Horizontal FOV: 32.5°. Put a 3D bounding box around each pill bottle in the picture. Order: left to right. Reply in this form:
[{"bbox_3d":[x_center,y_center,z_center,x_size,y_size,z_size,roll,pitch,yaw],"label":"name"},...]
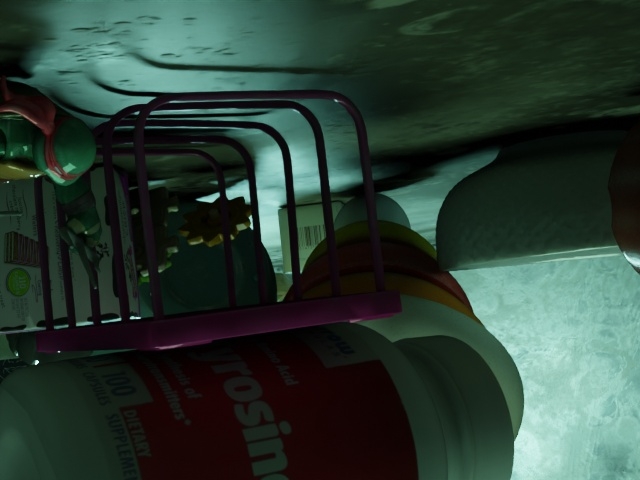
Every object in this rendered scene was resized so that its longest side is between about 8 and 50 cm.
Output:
[{"bbox_3d":[-0.047,0.189,0.909,0.408,0.229,0.229,-6,176,-33],"label":"pill bottle"}]

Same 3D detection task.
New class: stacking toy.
[{"bbox_3d":[0.080,0.085,1.478,0.351,0.350,0.480,-7,-144,9],"label":"stacking toy"}]

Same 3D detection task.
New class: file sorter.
[{"bbox_3d":[-0.105,-0.011,0.904,0.202,0.182,0.291,-5,177,-30],"label":"file sorter"}]

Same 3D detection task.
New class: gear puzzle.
[{"bbox_3d":[-0.234,0.012,1.237,0.339,0.044,0.175,-16,-144,4],"label":"gear puzzle"}]

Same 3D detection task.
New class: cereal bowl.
[{"bbox_3d":[0.297,-0.048,1.303,0.339,0.141,0.339,-7,176,-1],"label":"cereal bowl"}]

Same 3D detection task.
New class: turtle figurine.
[{"bbox_3d":[-0.210,-0.047,0.714,0.234,0.118,0.175,10,173,41],"label":"turtle figurine"}]

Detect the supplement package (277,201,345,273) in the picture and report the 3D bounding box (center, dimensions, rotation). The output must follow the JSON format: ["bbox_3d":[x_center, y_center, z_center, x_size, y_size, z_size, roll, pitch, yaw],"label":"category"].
[{"bbox_3d":[0.000,0.000,1.786,0.105,0.105,0.179,-8,176,9],"label":"supplement package"}]

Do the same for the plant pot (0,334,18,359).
[{"bbox_3d":[-0.442,0.093,1.821,0.284,0.191,0.284,-6,175,-1],"label":"plant pot"}]

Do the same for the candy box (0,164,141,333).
[{"bbox_3d":[-0.312,0.016,1.132,0.233,0.159,0.071,-6,176,7],"label":"candy box"}]

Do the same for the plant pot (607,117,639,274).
[{"bbox_3d":[0.400,-0.038,0.938,0.272,0.272,0.265,-5,-176,-14],"label":"plant pot"}]

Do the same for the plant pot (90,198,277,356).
[{"bbox_3d":[-0.190,0.079,1.462,0.293,0.293,0.235,-4,160,-26],"label":"plant pot"}]

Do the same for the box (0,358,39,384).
[{"bbox_3d":[-0.601,0.241,2.224,0.294,0.395,0.212,-5,177,-7],"label":"box"}]

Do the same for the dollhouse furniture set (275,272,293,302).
[{"bbox_3d":[-0.202,0.088,1.714,0.161,0.242,0.212,-2,132,-58],"label":"dollhouse furniture set"}]

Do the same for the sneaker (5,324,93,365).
[{"bbox_3d":[-0.395,0.036,1.422,0.341,0.139,0.125,25,-156,39],"label":"sneaker"}]
